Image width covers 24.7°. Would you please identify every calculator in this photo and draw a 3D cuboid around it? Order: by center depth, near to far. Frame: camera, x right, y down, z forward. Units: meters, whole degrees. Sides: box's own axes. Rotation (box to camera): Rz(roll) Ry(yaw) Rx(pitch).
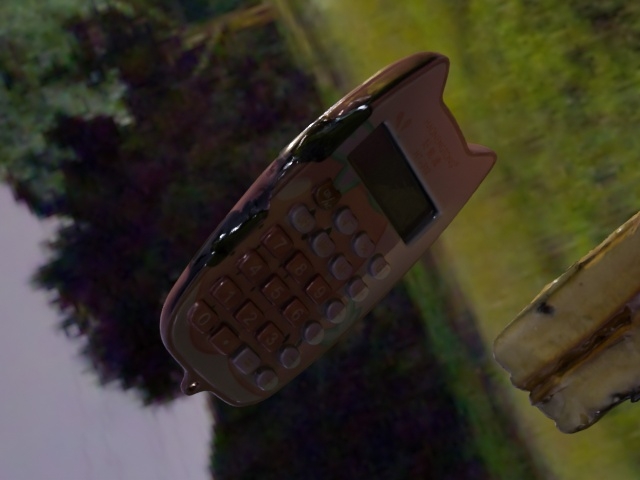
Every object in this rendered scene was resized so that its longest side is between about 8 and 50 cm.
[{"bbox_3d":[0.000,0.000,1.182,0.048,0.330,0.220,39,172,33],"label":"calculator"}]

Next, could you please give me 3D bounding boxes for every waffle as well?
[{"bbox_3d":[0.331,-0.017,1.153,0.114,0.376,0.261,51,-149,8],"label":"waffle"}]
